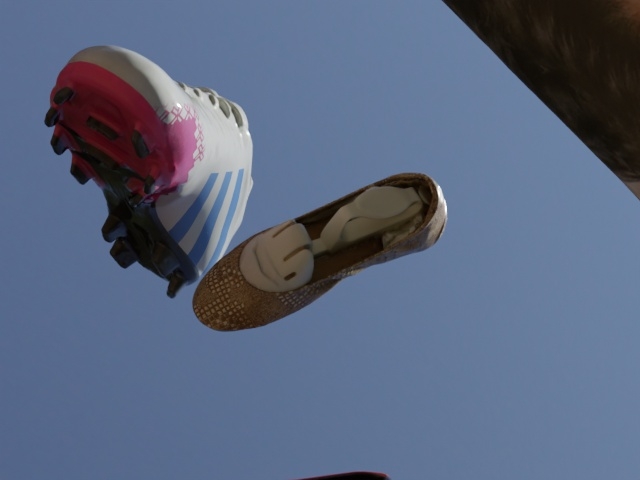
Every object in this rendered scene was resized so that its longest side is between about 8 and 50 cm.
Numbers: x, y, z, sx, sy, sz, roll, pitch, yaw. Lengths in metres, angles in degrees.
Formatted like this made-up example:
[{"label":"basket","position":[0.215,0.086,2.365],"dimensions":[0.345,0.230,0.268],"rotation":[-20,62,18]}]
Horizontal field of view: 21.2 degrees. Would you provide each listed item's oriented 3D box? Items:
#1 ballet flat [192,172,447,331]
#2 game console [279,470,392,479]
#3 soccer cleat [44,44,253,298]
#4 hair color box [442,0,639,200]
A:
[{"label":"ballet flat","position":[0.000,0.000,1.240],"dimensions":[0.206,0.067,0.073],"rotation":[-27,-115,-18]},{"label":"game console","position":[-0.096,0.368,1.229],"dimensions":[0.342,0.060,0.386],"rotation":[-3,-82,-20]},{"label":"soccer cleat","position":[-0.118,-0.080,1.306],"dimensions":[0.116,0.331,0.143],"rotation":[30,-110,15]},{"label":"hair color box","position":[0.186,-0.197,0.544],"dimensions":[0.185,0.113,0.374],"rotation":[48,-53,20]}]
